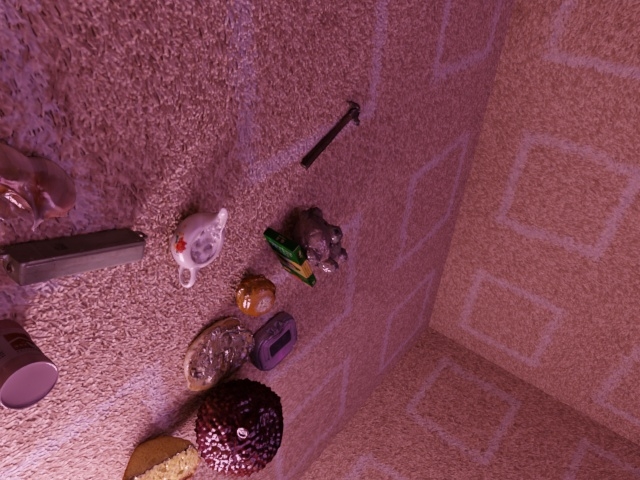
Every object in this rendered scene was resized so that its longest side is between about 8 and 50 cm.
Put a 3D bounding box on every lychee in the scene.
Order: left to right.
[{"bbox_3d":[-0.266,0.604,1.468,0.306,0.306,0.330,-43,-179,-30],"label":"lychee"}]

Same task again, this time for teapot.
[{"bbox_3d":[-0.304,0.008,1.105,0.145,0.092,0.226,2,114,-55],"label":"teapot"}]

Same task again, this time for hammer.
[{"bbox_3d":[0.034,-0.328,1.423,0.297,0.027,0.125,-50,149,-19],"label":"hammer"}]

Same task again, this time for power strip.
[{"bbox_3d":[-0.467,0.026,0.876,0.272,0.078,0.052,-15,129,-53],"label":"power strip"}]

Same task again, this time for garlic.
[{"bbox_3d":[-0.490,-0.090,0.728,0.174,0.099,0.123,45,61,-59],"label":"garlic"}]

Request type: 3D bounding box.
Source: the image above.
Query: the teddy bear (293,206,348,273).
[{"bbox_3d":[-0.001,0.001,1.504,0.151,0.235,0.267,-16,161,5],"label":"teddy bear"}]

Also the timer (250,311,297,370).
[{"bbox_3d":[-0.168,0.377,1.661,0.209,0.069,0.190,-39,141,-33],"label":"timer"}]

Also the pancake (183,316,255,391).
[{"bbox_3d":[-0.319,0.362,1.427,0.282,0.049,0.282,-37,142,-36],"label":"pancake"}]

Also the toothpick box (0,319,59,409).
[{"bbox_3d":[-0.562,0.223,0.819,0.098,0.149,0.098,-38,143,-36],"label":"toothpick box"}]

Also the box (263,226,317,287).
[{"bbox_3d":[-0.093,0.059,1.441,0.034,0.132,0.235,-50,149,-18],"label":"box"}]

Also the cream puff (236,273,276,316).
[{"bbox_3d":[-0.203,0.166,1.389,0.126,0.103,0.143,-30,140,-23],"label":"cream puff"}]

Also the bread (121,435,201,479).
[{"bbox_3d":[-0.495,0.669,1.328,0.260,0.134,0.129,-14,114,-50],"label":"bread"}]
